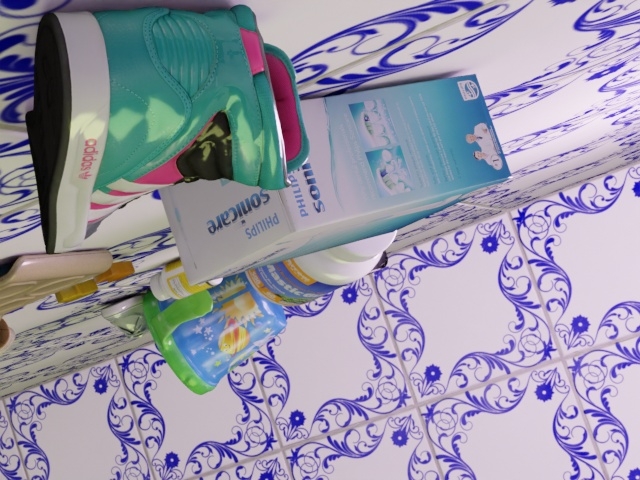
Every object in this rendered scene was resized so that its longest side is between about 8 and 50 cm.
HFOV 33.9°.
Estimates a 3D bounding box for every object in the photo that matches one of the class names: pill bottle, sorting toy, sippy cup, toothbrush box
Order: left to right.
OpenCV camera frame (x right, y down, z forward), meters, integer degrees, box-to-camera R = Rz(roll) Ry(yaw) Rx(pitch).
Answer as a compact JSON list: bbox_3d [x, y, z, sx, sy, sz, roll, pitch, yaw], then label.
[{"bbox_3d":[-0.397,0.064,1.420,0.229,0.041,0.307,-26,172,20],"label":"sorting toy"},{"bbox_3d":[-0.230,0.062,1.789,0.116,0.065,0.065,-21,174,21],"label":"pill bottle"},{"bbox_3d":[-0.198,0.153,2.089,0.224,0.240,0.305,-31,-162,6],"label":"sippy cup"},{"bbox_3d":[0.000,0.000,1.523,0.152,0.152,0.272,-16,174,-27],"label":"pill bottle"},{"bbox_3d":[0.013,-0.063,1.096,0.296,0.126,0.216,-16,174,-36],"label":"toothbrush box"}]

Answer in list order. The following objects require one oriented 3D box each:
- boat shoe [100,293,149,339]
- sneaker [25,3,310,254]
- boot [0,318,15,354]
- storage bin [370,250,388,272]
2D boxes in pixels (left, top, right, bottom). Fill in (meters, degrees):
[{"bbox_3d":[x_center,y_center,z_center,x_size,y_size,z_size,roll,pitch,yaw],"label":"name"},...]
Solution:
[{"bbox_3d":[-0.372,0.157,2.128,0.079,0.081,0.227,-20,175,9],"label":"boat shoe"},{"bbox_3d":[-0.101,-0.073,0.710,0.178,0.123,0.295,-7,169,-20],"label":"sneaker"},{"bbox_3d":[-0.587,0.176,1.646,0.213,0.077,0.165,-18,177,-13],"label":"boot"},{"bbox_3d":[0.021,0.021,1.937,0.180,0.122,0.084,-15,174,-35],"label":"storage bin"}]
